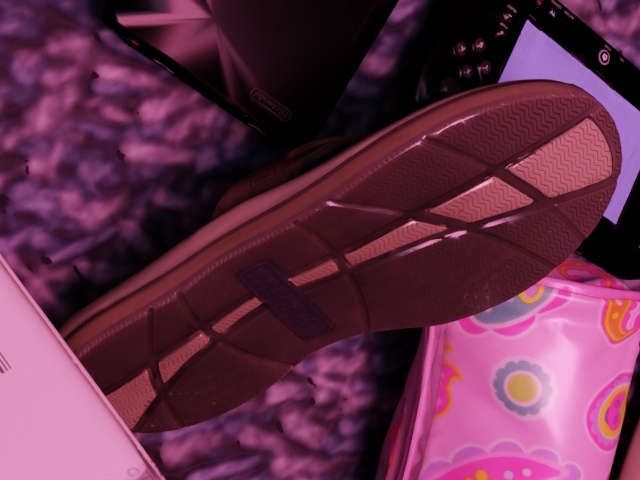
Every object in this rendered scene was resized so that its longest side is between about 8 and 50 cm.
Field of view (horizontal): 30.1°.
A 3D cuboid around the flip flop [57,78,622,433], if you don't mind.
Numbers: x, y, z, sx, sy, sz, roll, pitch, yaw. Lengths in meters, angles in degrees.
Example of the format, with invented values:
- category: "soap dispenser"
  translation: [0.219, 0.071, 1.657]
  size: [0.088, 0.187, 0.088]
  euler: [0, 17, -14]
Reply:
- category: "flip flop"
  translation: [0.000, 0.000, 0.539]
  size: [0.277, 0.080, 0.112]
  euler: [-28, 131, 12]

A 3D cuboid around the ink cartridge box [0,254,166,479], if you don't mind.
- category: "ink cartridge box"
  translation: [-0.145, 0.142, 0.410]
  size: [0.207, 0.283, 0.117]
  euler: [-34, 156, -16]

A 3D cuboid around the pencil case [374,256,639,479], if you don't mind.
- category: "pencil case"
  translation: [0.078, 0.141, 0.613]
  size: [0.124, 0.124, 0.284]
  euler: [11, 98, -28]

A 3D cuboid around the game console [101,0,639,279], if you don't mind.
- category: "game console"
  translation: [0.077, -0.111, 0.599]
  size: [0.361, 0.044, 0.213]
  euler: [32, 86, -29]

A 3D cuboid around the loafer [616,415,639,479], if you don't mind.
- category: "loafer"
  translation: [0.253, 0.073, 0.692]
  size: [0.102, 0.092, 0.268]
  euler: [2, 105, -40]
